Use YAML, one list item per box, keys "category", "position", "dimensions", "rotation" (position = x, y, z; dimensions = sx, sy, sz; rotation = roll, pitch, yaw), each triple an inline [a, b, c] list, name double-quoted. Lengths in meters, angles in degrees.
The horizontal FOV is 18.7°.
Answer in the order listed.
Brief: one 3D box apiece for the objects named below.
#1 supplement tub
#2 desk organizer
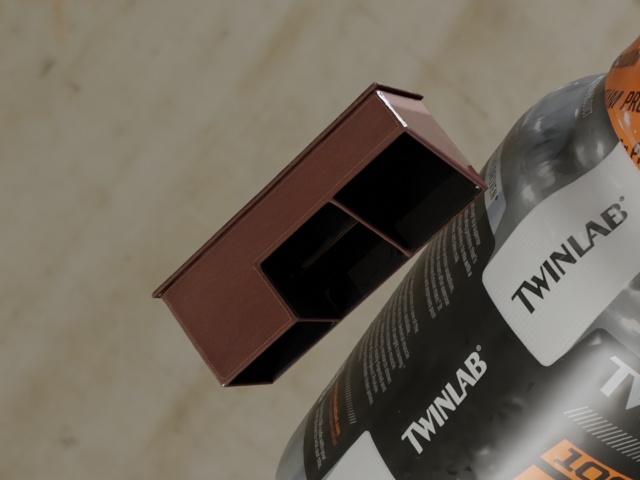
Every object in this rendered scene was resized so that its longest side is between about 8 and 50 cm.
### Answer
- category: "supplement tub"
  position: [0.125, 0.059, 0.892]
  dimensions: [0.316, 0.193, 0.193]
  rotation: [-57, 9, 36]
- category: "desk organizer"
  position: [0.000, 0.000, 0.782]
  dimensions: [0.130, 0.050, 0.047]
  rotation: [-43, -19, 18]
